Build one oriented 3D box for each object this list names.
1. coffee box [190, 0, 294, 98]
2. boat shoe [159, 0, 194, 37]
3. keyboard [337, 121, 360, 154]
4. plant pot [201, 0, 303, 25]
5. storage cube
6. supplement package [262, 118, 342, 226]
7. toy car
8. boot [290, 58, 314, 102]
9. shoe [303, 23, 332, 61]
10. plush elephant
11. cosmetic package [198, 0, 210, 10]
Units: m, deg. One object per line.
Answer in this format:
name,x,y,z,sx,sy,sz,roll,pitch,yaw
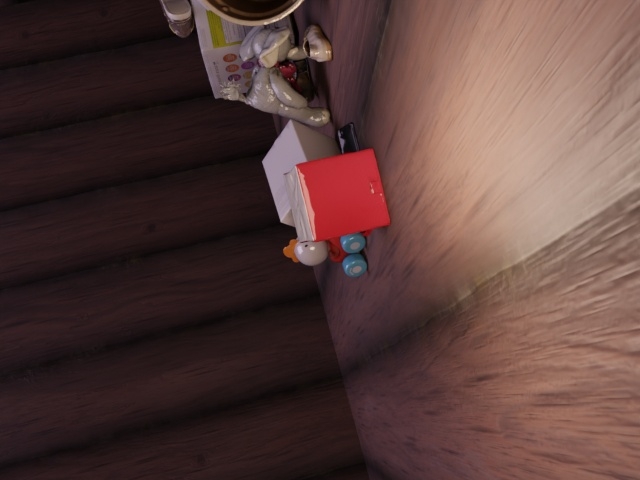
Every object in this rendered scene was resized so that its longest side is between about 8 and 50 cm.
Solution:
coffee box,-0.286,-0.790,2.213,0.337,0.335,0.337,97,161,-75
boat shoe,-0.523,-0.855,2.142,0.096,0.117,0.324,88,164,-49
keyboard,0.092,-0.213,1.571,0.100,0.038,0.191,-11,92,60
plant pot,-0.166,-0.744,1.551,0.305,0.334,0.333,-88,-13,-69
storage cube,0.035,-0.102,1.441,0.184,0.193,0.214,178,79,-77
supplement package,-0.032,-0.185,1.735,0.177,0.176,0.292,-51,38,29
toy car,0.000,0.000,1.833,0.210,0.238,0.219,83,171,-45
boot,-0.072,-0.553,2.001,0.219,0.082,0.106,-108,5,-48
shoe,-0.021,-0.553,1.648,0.219,0.059,0.076,-113,12,-56
plush elephant,-0.128,-0.525,1.786,0.272,0.330,0.255,48,125,49
cosmetic package,-0.337,-0.880,1.903,0.225,0.224,0.138,38,-114,-50
